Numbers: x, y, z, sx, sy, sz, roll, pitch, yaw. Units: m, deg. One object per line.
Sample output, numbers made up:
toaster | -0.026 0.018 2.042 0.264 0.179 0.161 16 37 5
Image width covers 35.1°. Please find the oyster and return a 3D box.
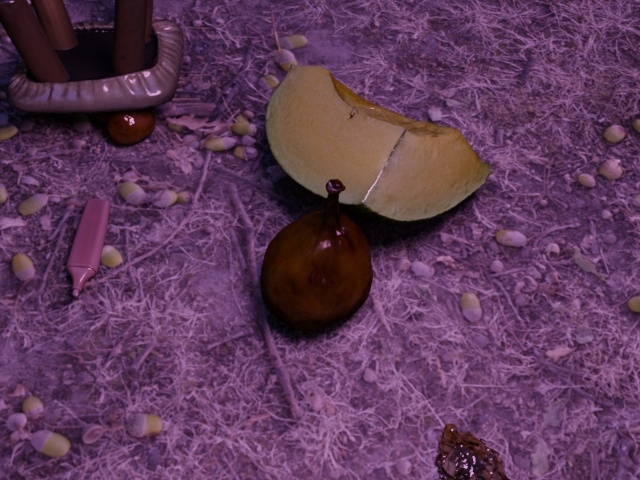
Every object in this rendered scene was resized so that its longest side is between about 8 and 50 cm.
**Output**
oyster | 0.224 0.332 1.502 0.103 0.051 0.148 -26 50 -26

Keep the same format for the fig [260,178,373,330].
fig | 0.017 0.028 1.575 0.190 0.290 0.191 10 65 -23

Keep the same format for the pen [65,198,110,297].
pen | -0.393 0.013 1.706 0.053 0.032 0.197 6 54 1

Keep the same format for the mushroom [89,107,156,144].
mushroom | -0.369 -0.221 1.841 0.129 0.073 0.088 11 91 10

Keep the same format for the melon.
melon | 0.069 -0.174 1.733 0.331 0.226 0.343 -24 32 -33

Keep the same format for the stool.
stool | -0.412 -0.395 1.821 0.310 0.226 0.310 -3 40 -3
